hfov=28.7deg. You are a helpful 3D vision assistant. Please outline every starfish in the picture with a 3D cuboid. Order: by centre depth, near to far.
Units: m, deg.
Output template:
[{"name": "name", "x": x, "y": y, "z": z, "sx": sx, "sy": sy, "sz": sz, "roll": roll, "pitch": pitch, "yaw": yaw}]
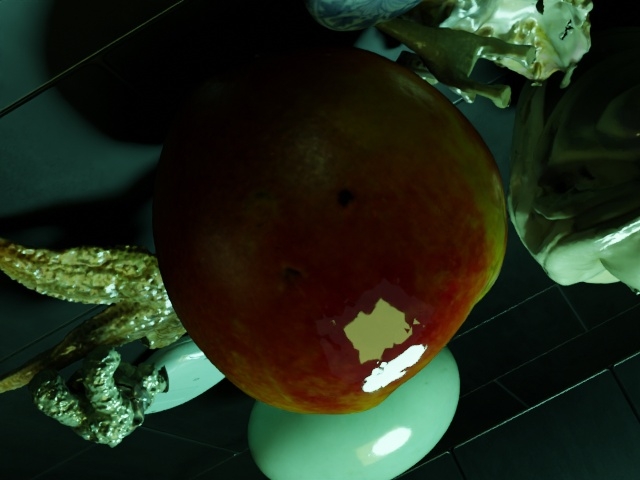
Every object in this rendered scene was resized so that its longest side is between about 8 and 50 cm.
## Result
[{"name": "starfish", "x": -0.230, "y": 0.038, "z": 1.516, "sx": 0.384, "sy": 0.132, "sz": 0.398, "roll": -11, "pitch": 151, "yaw": -22}]

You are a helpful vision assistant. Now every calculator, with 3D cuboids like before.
[{"name": "calculator", "x": -0.210, "y": 0.203, "z": 1.993, "sx": 0.184, "sy": 0.042, "sz": 0.295, "roll": -5, "pitch": 151, "yaw": -41}]

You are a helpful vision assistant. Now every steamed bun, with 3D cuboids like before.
[{"name": "steamed bun", "x": 0.383, "y": -0.100, "z": 1.531, "sx": 0.339, "sy": 0.352, "sz": 0.247, "roll": -11, "pitch": 163, "yaw": 25}]

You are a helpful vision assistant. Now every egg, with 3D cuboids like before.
[{"name": "egg", "x": 0.055, "y": 0.286, "z": 2.147, "sx": 0.389, "sy": 0.276, "sz": 0.276, "roll": -31, "pitch": 158, "yaw": 9}]

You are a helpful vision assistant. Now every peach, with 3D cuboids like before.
[{"name": "peach", "x": -0.002, "y": -0.021, "z": 1.299, "sx": 0.388, "sy": 0.388, "sz": 0.388, "roll": -22, "pitch": 158, "yaw": -9}]

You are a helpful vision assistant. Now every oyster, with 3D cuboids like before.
[{"name": "oyster", "x": 0.185, "y": -0.259, "z": 1.321, "sx": 0.201, "sy": 0.107, "sz": 0.354, "roll": 3, "pitch": 171, "yaw": 15}]

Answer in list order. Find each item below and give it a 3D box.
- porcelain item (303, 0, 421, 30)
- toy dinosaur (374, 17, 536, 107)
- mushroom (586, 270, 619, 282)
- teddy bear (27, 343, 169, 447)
[{"name": "porcelain item", "x": 0.038, "y": -0.266, "z": 1.109, "sx": 0.147, "sy": 0.114, "sz": 0.147, "roll": -21, "pitch": 158, "yaw": -9}, {"name": "toy dinosaur", "x": 0.108, "y": -0.192, "z": 1.286, "sx": 0.251, "sy": 0.200, "sz": 0.072, "roll": 2, "pitch": 103, "yaw": -63}, {"name": "mushroom", "x": 0.403, "y": -0.079, "z": 1.810, "sx": 0.234, "sy": 0.260, "sz": 0.254, "roll": 27, "pitch": 145, "yaw": -17}, {"name": "teddy bear", "x": -0.250, "y": 0.197, "z": 1.535, "sx": 0.133, "sy": 0.111, "sz": 0.213, "roll": -22, "pitch": 164, "yaw": 16}]
